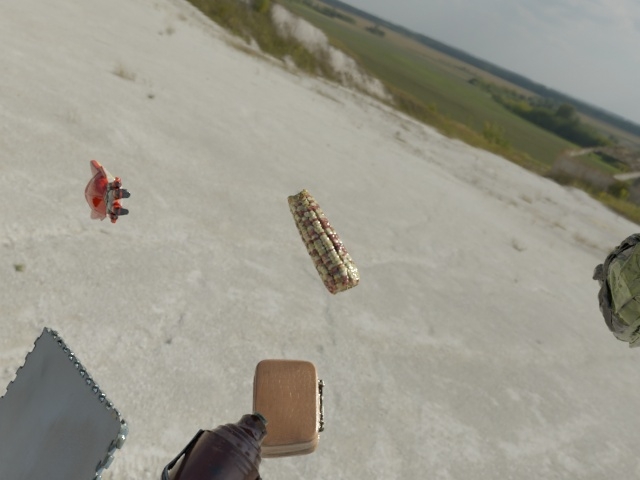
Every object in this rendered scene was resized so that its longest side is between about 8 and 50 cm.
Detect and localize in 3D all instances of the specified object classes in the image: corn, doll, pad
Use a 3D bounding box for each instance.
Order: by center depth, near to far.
[{"bbox_3d":[-0.319,0.247,0.654,0.012,0.269,0.269,37,-7,-40],"label":"pad"},{"bbox_3d":[-0.368,-0.076,1.076,0.057,0.109,0.169,-3,13,-29],"label":"doll"},{"bbox_3d":[0.000,0.000,1.264,0.079,0.079,0.237,-4,59,-53],"label":"corn"}]

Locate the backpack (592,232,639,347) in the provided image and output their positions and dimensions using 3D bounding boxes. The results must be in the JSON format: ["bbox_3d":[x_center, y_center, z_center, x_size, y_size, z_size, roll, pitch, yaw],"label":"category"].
[{"bbox_3d":[0.481,0.050,0.835,0.253,0.207,0.140,54,23,-64],"label":"backpack"}]

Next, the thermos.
[{"bbox_3d":[-0.142,0.299,0.745,0.099,0.124,0.232,35,56,11],"label":"thermos"}]

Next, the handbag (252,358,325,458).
[{"bbox_3d":[-0.065,0.340,1.292,0.151,0.072,0.193,-3,49,-2],"label":"handbag"}]
